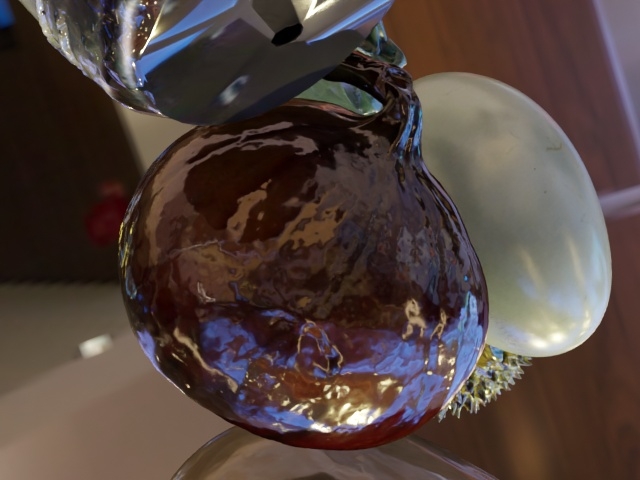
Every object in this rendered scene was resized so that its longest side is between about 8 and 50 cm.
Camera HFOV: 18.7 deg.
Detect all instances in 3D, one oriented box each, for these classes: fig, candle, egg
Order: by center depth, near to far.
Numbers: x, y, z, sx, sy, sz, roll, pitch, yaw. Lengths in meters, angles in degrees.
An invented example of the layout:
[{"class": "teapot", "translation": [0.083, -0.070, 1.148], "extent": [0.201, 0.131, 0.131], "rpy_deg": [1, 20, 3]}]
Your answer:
[{"class": "candle", "translation": [-0.119, -0.231, 1.083], "extent": [0.221, 0.221, 0.342], "rpy_deg": [-28, -120, -32]}, {"class": "fig", "translation": [-0.008, 0.016, 1.184], "extent": [0.214, 0.235, 0.235], "rpy_deg": [-29, -171, 28]}, {"class": "egg", "translation": [0.143, -0.021, 1.643], "extent": [0.183, 0.264, 0.183], "rpy_deg": [-32, 173, -4]}]

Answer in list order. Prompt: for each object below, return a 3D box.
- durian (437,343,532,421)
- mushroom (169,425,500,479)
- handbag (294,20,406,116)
[{"class": "durian", "translation": [0.104, 0.074, 2.114], "extent": [0.291, 0.291, 0.224], "rpy_deg": [-20, -167, -3]}, {"class": "mushroom", "translation": [0.032, 0.288, 1.388], "extent": [0.295, 0.362, 0.362], "rpy_deg": [-61, -164, 3]}, {"class": "handbag", "translation": [0.009, -0.121, 1.862], "extent": [0.238, 0.326, 0.089], "rpy_deg": [18, -120, 40]}]
